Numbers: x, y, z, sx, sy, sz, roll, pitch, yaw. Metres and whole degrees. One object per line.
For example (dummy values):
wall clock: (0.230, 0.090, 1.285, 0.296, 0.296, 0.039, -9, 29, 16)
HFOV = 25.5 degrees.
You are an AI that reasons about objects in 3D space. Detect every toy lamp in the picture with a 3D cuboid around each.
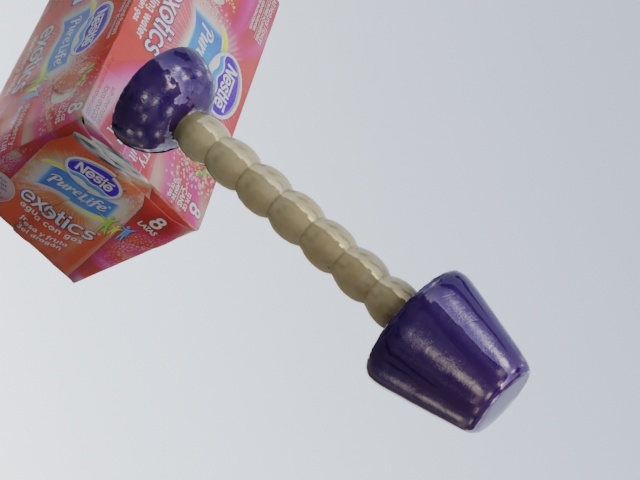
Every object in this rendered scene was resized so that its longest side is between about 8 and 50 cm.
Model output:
toy lamp: (0.000, 0.000, 0.788, 0.275, 0.080, 0.080, 43, -38, 21)

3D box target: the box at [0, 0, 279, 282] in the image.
box: (-0.137, -0.113, 1.020, 0.128, 0.256, 0.122, -21, -53, 33)
